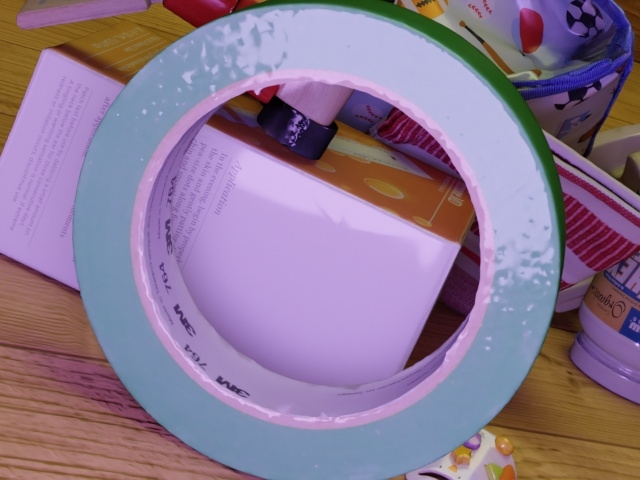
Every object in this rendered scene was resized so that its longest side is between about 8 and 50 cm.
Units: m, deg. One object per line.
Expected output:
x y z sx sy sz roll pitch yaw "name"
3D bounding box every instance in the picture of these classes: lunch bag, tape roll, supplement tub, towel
0.083 -0.160 1.731 0.385 0.239 0.328 14 -20 1 "lunch bag"
0.000 0.000 1.202 0.321 0.321 0.077 26 16 5 "tape roll"
0.339 0.049 1.762 0.144 0.199 0.144 22 15 -7 "supplement tub"
0.133 -0.024 1.603 0.237 0.037 0.329 32 -24 -9 "towel"

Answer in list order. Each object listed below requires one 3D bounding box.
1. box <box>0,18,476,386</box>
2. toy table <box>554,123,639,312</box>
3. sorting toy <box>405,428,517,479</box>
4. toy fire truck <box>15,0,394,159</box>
-0.065 -0.021 1.455 0.345 0.168 0.215 26 16 3 "box"
0.337 -0.006 1.918 0.252 0.274 0.161 60 4 -29 "toy table"
0.100 0.169 1.341 0.083 0.045 0.075 29 35 14 "sorting toy"
-0.083 -0.176 1.403 0.246 0.158 0.217 32 15 -10 "toy fire truck"
